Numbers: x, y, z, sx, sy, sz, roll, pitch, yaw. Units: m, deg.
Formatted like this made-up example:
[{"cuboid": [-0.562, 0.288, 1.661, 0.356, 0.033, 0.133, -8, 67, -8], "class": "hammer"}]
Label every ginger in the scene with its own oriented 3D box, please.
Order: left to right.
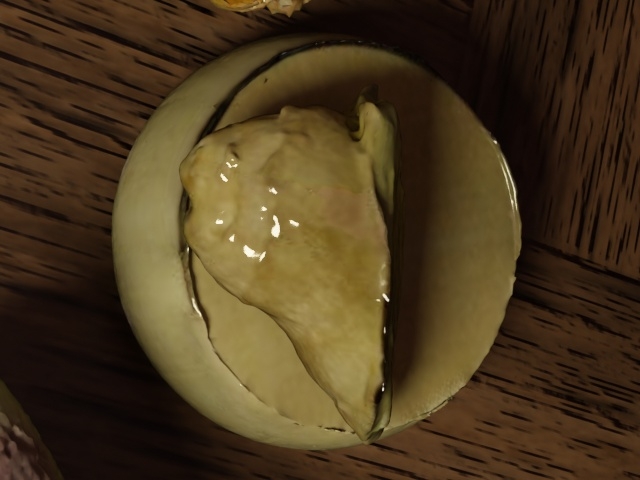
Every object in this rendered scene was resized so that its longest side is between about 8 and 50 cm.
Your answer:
[{"cuboid": [-0.009, 0.021, 0.828, 0.122, 0.115, 0.193, -7, 99, -9], "class": "ginger"}]

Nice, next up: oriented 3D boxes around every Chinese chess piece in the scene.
[{"cuboid": [0.000, 0.000, 0.936, 0.249, 0.103, 0.250, 2, 85, -29], "class": "Chinese chess piece"}]

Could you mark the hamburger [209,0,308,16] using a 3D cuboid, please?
[{"cuboid": [-0.006, -0.263, 0.884, 0.211, 0.245, 0.261, -17, 132, -26], "class": "hamburger"}]

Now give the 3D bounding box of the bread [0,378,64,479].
[{"cuboid": [-0.166, 0.227, 0.777, 0.155, 0.187, 0.338, -27, 97, -26], "class": "bread"}]
